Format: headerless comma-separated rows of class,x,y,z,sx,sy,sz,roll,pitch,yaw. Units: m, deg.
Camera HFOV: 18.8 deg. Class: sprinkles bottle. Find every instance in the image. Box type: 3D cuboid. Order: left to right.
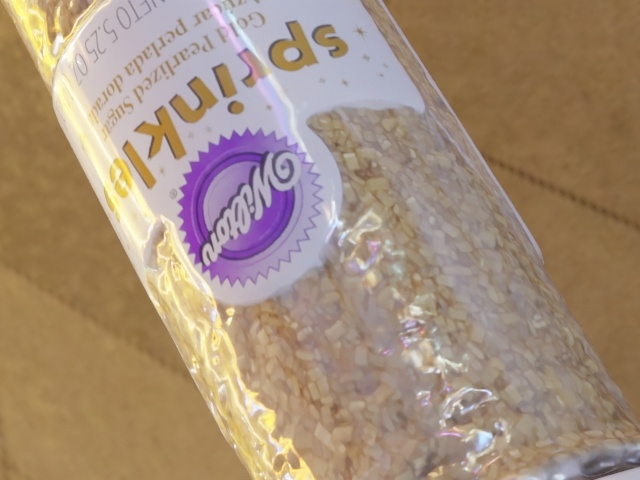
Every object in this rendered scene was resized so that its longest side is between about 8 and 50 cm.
sprinkles bottle,0.000,0.000,0.626,0.355,0.121,0.121,60,149,26
